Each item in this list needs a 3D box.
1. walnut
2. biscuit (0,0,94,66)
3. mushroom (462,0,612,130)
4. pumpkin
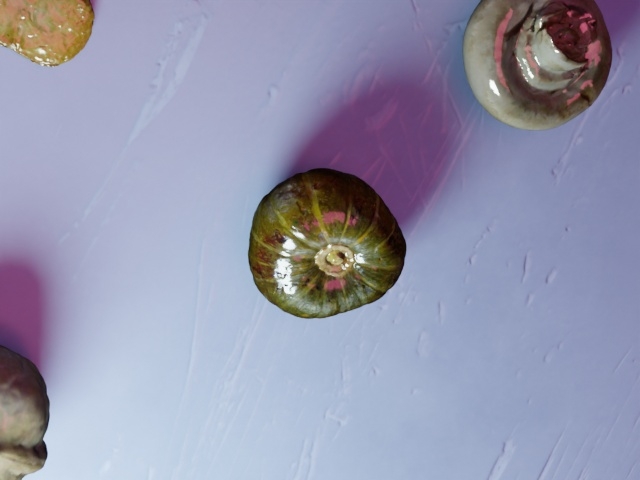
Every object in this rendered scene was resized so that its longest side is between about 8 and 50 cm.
[{"bbox_3d":[-0.433,0.229,1.547,0.224,0.224,0.224,-2,96,-19],"label":"walnut"},{"bbox_3d":[-0.410,-0.316,1.598,0.247,0.029,0.118,29,93,-19],"label":"biscuit"},{"bbox_3d":[0.315,-0.268,1.771,0.226,0.178,0.226,-5,101,-28],"label":"mushroom"},{"bbox_3d":[0.000,0.000,1.711,0.219,0.162,0.219,-3,120,-6],"label":"pumpkin"}]
